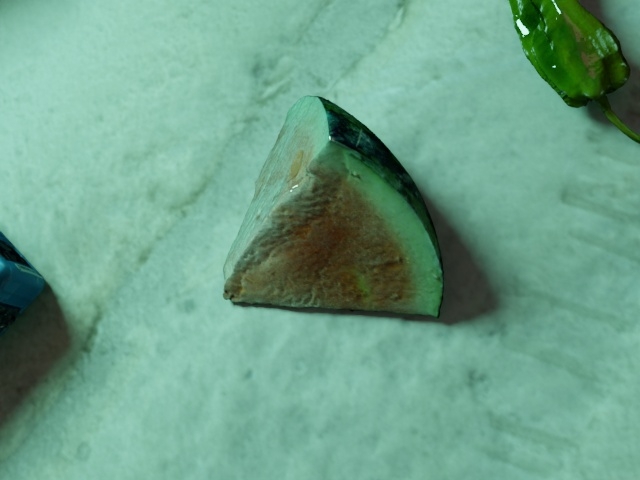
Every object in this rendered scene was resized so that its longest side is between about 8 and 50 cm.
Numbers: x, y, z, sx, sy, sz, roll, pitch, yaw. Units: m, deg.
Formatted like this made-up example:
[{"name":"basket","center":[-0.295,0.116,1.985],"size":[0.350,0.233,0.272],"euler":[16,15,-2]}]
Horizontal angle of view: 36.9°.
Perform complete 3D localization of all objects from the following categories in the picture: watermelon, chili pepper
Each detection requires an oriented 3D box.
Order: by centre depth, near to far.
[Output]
[{"name":"chili pepper","center":[0.209,-0.162,0.788],"size":[0.073,0.072,0.204],"euler":[-24,74,2]},{"name":"watermelon","center":[0.018,-0.014,0.805],"size":[0.202,0.136,0.207],"euler":[-27,103,40]}]

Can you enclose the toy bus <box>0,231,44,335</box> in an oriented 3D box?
[{"name":"toy bus","center":[-0.362,0.081,0.810],"size":[0.134,0.113,0.246],"euler":[41,85,9]}]
